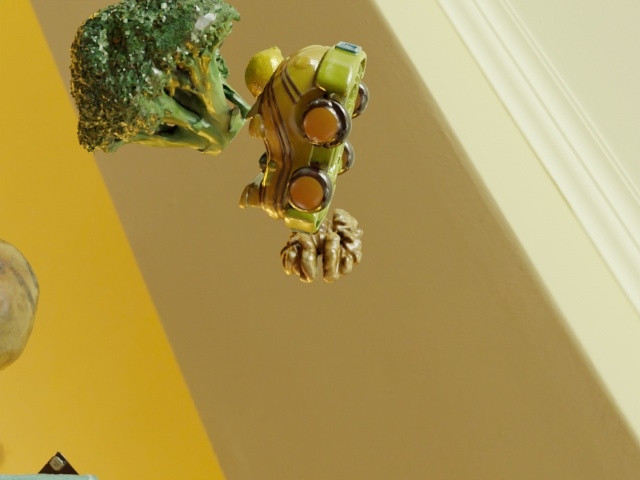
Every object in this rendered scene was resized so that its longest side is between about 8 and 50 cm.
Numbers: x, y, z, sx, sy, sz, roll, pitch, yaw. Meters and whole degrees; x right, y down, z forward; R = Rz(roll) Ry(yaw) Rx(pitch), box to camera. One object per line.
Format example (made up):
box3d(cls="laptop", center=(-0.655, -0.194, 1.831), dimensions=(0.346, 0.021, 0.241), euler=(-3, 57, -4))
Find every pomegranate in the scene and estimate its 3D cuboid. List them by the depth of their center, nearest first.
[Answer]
box3d(cls="pomegranate", center=(-0.625, 0.109, 1.255), dimensions=(0.281, 0.281, 0.281), euler=(-2, -95, 30))

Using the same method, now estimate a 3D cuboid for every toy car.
box3d(cls="toy car", center=(-0.027, -0.138, 0.951), dimensions=(0.142, 0.200, 0.248), euler=(15, -71, 5))

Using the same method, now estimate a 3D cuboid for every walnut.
box3d(cls="walnut", center=(0.000, 0.000, 1.259), dimensions=(0.142, 0.170, 0.069), euler=(-3, -52, 7))

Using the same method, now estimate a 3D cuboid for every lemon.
box3d(cls="lemon", center=(-0.079, -0.245, 1.079), dimensions=(0.062, 0.062, 0.083), euler=(23, -92, 29))

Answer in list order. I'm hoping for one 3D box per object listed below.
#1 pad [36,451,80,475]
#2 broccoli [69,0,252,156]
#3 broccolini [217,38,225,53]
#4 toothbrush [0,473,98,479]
box3d(cls="pad", center=(-0.277, 0.351, 0.876), dimensions=(0.193, 0.004, 0.116), euler=(46, -66, 4))
box3d(cls="broccoli", center=(-0.227, -0.246, 1.094), dimensions=(0.275, 0.308, 0.308), euler=(38, -71, -14))
box3d(cls="broccolini", center=(-0.227, -0.282, 1.354), dimensions=(0.071, 0.057, 0.254), euler=(63, -34, 36))
box3d(cls="toothbrush", center=(-0.163, 0.116, 0.361), dimensions=(0.011, 0.167, 0.014), euler=(30, -94, 28))
